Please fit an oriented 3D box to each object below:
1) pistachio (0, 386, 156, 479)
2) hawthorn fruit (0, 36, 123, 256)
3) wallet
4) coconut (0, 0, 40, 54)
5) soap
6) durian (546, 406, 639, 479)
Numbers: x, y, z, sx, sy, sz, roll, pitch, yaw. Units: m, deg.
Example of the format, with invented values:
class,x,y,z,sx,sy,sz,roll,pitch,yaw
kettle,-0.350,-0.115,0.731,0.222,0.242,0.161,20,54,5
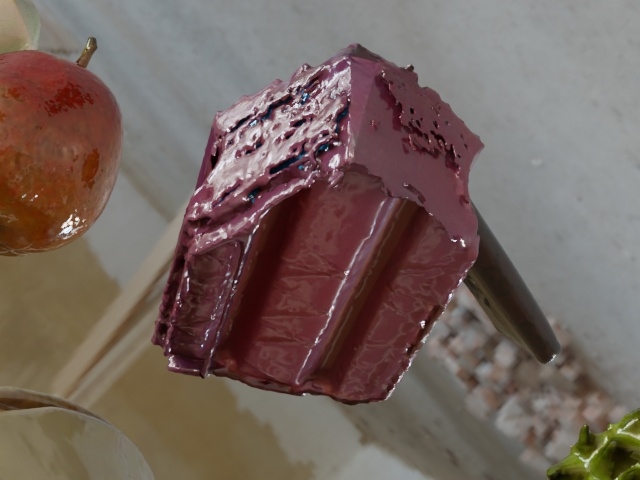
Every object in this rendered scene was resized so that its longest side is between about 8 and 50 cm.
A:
class,x,y,z,sx,sy,sz,roll,pitch,yaw
pistachio,-0.281,0.280,1.001,0.281,0.365,0.445,30,-179,32
hawthorn fruit,-0.263,-0.099,1.202,0.196,0.225,0.196,25,154,14
wallet,0.133,0.004,1.217,0.229,0.049,0.182,53,179,-12
coconut,-0.329,-0.202,1.291,0.116,0.122,0.116,37,142,36
soap,0.000,0.000,0.784,0.162,0.099,0.250,17,145,-6
durian,0.174,0.151,0.656,0.132,0.375,0.107,53,-175,-46
